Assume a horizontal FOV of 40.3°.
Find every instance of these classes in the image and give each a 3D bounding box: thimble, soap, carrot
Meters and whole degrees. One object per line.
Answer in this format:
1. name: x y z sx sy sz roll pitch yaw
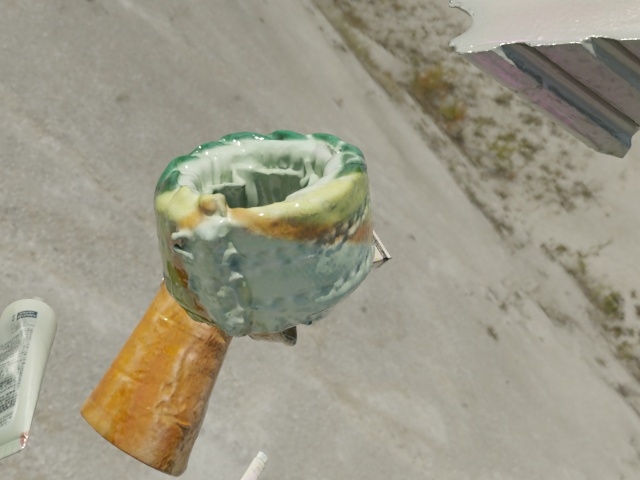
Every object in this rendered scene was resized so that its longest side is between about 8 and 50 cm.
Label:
1. thimble: -0.067 -0.016 1.015 0.288 0.254 0.167 -62 149 -62
2. soap: 0.361 -0.290 1.146 0.302 0.258 0.159 28 48 -18
3. carrot: -0.224 0.203 1.340 0.196 0.254 0.196 30 -5 3

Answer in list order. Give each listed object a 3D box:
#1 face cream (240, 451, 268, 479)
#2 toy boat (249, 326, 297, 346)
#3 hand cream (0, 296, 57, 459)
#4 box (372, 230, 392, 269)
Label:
1. face cream: -0.129 0.436 1.606 0.038 0.020 0.115 56 36 -14
2. toy boat: -0.087 0.086 1.349 0.116 0.061 0.188 -74 152 -61
3. hand cream: -0.408 0.181 1.159 0.341 0.124 0.078 -101 164 -58
4. box: 0.000 0.000 1.291 0.247 0.033 0.129 -13 67 -53
